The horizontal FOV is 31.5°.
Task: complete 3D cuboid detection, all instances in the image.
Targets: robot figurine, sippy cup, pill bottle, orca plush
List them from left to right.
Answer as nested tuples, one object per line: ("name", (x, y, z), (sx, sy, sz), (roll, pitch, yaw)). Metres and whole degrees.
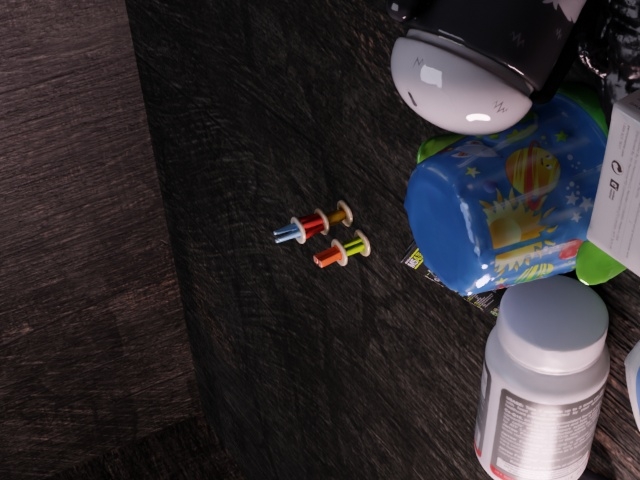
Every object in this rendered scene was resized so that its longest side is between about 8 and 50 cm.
("robot figurine", (0.189, -0.251, 1.243), (0.209, 0.278, 0.173), (27, -177, 8))
("sippy cup", (0.232, -0.047, 1.354), (0.240, 0.224, 0.305), (68, 159, 3))
("pill bottle", (0.295, 0.192, 1.509), (0.161, 0.161, 0.283), (51, 152, 40))
("orca plush", (0.318, -0.206, 1.159), (0.151, 0.102, 0.287), (54, 155, 34))

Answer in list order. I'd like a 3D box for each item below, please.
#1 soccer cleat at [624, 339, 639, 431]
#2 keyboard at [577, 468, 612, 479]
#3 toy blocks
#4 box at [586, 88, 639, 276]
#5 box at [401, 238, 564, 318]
("soccer cleat", (0.446, 0.258, 1.299), (0.143, 0.116, 0.331), (108, 142, -83))
("keyboard", (0.340, 0.336, 1.720), (0.317, 0.033, 0.202), (10, 125, 65))
("toy blocks", (0.000, 0.000, 2.085), (0.123, 0.148, 0.054), (61, 158, 23))
("box", (0.376, -0.044, 1.110), (0.182, 0.119, 0.181), (41, 147, 35))
("box", (0.222, 0.029, 1.569), (0.184, 0.045, 0.191), (32, 155, 1))
